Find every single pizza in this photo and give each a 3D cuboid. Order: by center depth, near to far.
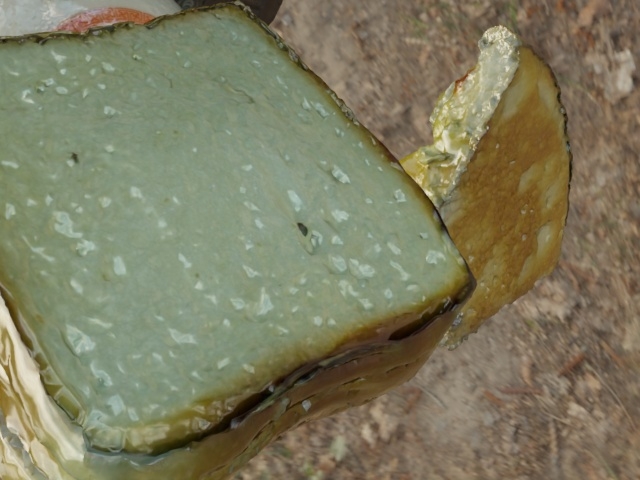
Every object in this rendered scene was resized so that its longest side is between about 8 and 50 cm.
[{"bbox_3d":[0.133,-0.032,1.042,0.089,0.323,0.223,31,69,33],"label":"pizza"}]

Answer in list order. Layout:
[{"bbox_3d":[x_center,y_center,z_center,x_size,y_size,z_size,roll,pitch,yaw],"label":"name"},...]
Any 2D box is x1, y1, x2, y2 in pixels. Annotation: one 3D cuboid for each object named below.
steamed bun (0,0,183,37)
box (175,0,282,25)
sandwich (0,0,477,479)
[{"bbox_3d":[-0.218,-0.127,1.136,0.177,0.283,0.283,12,78,58],"label":"steamed bun"},{"bbox_3d":[-0.186,-0.318,1.239,0.359,0.350,0.091,-62,36,28],"label":"box"},{"bbox_3d":[-0.083,-0.003,0.643,0.271,0.301,0.099,52,132,16],"label":"sandwich"}]
